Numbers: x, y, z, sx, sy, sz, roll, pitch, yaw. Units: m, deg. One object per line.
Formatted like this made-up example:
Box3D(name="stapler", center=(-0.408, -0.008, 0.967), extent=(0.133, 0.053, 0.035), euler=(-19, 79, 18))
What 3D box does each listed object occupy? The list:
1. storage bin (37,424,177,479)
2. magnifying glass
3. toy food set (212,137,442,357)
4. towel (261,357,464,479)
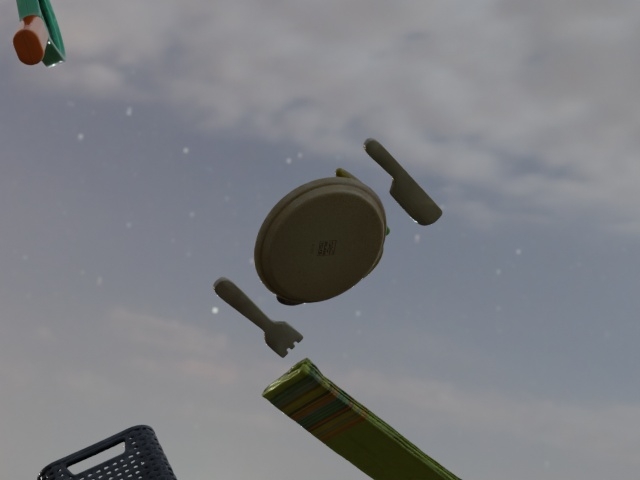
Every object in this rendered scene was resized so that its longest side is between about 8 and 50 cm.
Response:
Box3D(name="storage bin", center=(-0.196, 0.281, 1.173), extent=(0.122, 0.084, 0.180), euler=(-23, -40, -14))
Box3D(name="magnifying glass", center=(-0.246, -0.186, 1.023), extent=(0.026, 0.092, 0.231), euler=(-18, 20, -2))
Box3D(name="toy food set", center=(0.000, 0.000, 1.012), extent=(0.132, 0.192, 0.038), euler=(46, 3, -39))
Box3D(name="towel", center=(0.050, 0.215, 1.264), extent=(0.237, 0.021, 0.102), euler=(38, -36, -10))
